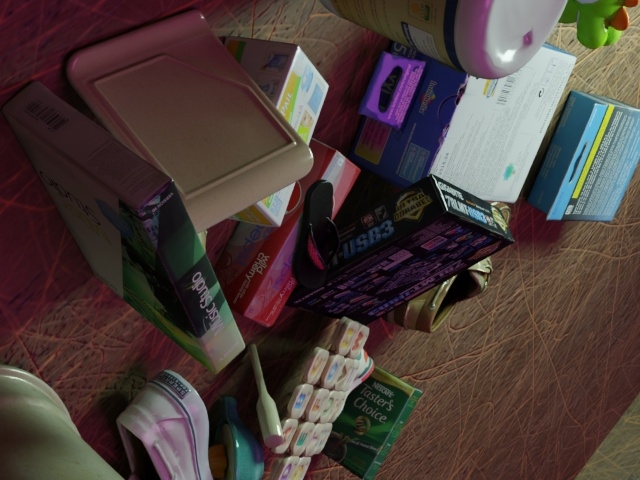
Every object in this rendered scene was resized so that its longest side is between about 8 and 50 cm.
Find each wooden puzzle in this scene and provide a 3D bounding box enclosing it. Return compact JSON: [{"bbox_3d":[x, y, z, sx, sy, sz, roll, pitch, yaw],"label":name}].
[{"bbox_3d":[-0.146,-0.136,1.532,0.221,0.238,0.044,-30,172,-43],"label":"wooden puzzle"}]

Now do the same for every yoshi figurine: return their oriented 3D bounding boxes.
[{"bbox_3d":[0.422,-0.497,2.194,0.203,0.204,0.362,-98,-173,-70],"label":"yoshi figurine"}]

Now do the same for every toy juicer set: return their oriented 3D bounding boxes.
[{"bbox_3d":[-0.124,0.341,1.990,0.089,0.209,0.329,3,109,-18],"label":"toy juicer set"}]

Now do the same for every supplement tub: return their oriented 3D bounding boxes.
[{"bbox_3d":[0.127,-0.351,1.647,0.228,0.316,0.228,-38,144,-36],"label":"supplement tub"}]

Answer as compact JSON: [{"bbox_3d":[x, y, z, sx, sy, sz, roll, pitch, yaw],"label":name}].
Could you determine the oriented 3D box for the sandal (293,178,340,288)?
[{"bbox_3d":[0.000,0.000,1.860,0.067,0.040,0.179,-35,142,-40],"label":"sandal"}]

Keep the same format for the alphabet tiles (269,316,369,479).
[{"bbox_3d":[0.000,0.256,2.114,0.284,0.021,0.278,-65,162,-3],"label":"alphabet tiles"}]

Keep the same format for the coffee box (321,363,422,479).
[{"bbox_3d":[0.085,0.315,2.369,0.184,0.113,0.040,-59,148,-2],"label":"coffee box"}]

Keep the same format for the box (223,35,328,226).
[{"bbox_3d":[-0.083,-0.134,1.672,0.114,0.103,0.203,45,60,-60],"label":"box"}]

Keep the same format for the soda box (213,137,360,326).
[{"bbox_3d":[-0.054,-0.015,1.893,0.263,0.083,0.092,-61,151,-2],"label":"soda box"}]

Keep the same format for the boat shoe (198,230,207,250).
[{"bbox_3d":[-0.168,-0.030,1.724,0.072,0.068,0.190,-50,151,-43],"label":"boat shoe"}]

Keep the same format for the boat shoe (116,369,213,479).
[{"bbox_3d":[-0.228,0.352,1.874,0.156,0.136,0.367,-38,147,-33],"label":"boat shoe"}]

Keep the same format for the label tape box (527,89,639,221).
[{"bbox_3d":[0.508,-0.163,2.627,0.334,0.106,0.240,0,114,-57],"label":"label tape box"}]

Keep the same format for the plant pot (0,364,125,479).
[{"bbox_3d":[-0.318,0.344,1.495,0.334,0.305,0.333,-23,123,-41],"label":"plant pot"}]

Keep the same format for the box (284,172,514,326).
[{"bbox_3d":[0.112,0.022,2.045,0.295,0.073,0.293,-30,160,21],"label":"box"}]

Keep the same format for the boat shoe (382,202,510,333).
[{"bbox_3d":[0.242,0.055,2.380,0.324,0.120,0.122,-44,147,-28],"label":"boat shoe"}]

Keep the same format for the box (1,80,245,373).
[{"bbox_3d":[-0.211,-0.008,1.498,0.058,0.232,0.322,-44,146,-17],"label":"box"}]

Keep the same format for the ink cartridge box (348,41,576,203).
[{"bbox_3d":[0.209,-0.209,2.070,0.395,0.151,0.270,-1,116,-58],"label":"ink cartridge box"}]

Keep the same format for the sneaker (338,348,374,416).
[{"bbox_3d":[0.021,0.237,2.271,0.161,0.057,0.075,-48,130,-18],"label":"sneaker"}]
